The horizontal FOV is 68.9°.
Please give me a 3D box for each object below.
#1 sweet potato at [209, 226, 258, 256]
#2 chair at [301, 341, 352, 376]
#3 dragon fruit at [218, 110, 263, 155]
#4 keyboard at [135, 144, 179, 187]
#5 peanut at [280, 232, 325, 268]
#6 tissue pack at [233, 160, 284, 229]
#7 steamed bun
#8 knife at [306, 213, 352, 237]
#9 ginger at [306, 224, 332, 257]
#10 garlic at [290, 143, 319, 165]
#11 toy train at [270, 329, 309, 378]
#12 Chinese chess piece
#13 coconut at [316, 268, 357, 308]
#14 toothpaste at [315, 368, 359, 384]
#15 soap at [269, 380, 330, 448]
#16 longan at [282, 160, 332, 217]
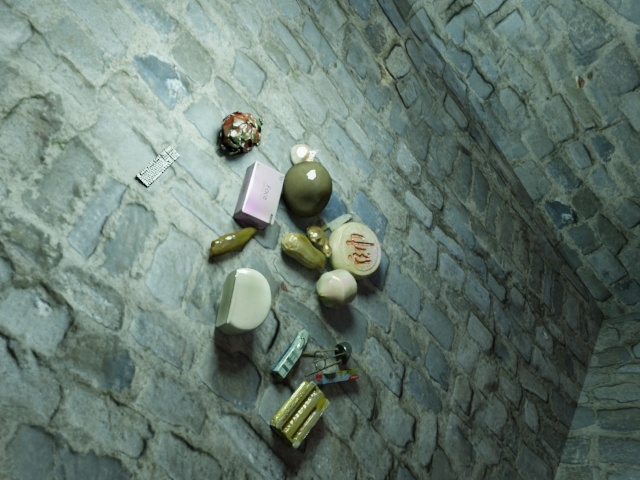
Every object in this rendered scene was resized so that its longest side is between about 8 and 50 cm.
[{"bbox_3d":[-0.333,-0.004,1.832,0.244,0.077,0.077,-28,94,-37],"label":"sweet potato"},{"bbox_3d":[0.029,0.495,1.946,0.222,0.104,0.095,-10,108,-34],"label":"chair"},{"bbox_3d":[-0.326,-0.440,1.912,0.182,0.182,0.188,53,12,-11],"label":"dragon fruit"},{"bbox_3d":[-0.607,-0.281,1.750,0.060,0.018,0.195,46,55,-20],"label":"keyboard"},{"bbox_3d":[-0.066,0.047,1.996,0.236,0.120,0.110,35,92,-30],"label":"peanut"},{"bbox_3d":[-0.255,-0.187,1.934,0.149,0.093,0.246,24,64,-28],"label":"tissue pack"},{"bbox_3d":[-0.282,0.236,1.750,0.164,0.146,0.241,19,64,-28],"label":"steamed bun"},{"bbox_3d":[0.048,-0.066,2.170,0.298,0.017,0.047,-30,101,-38],"label":"knife"},{"bbox_3d":[-0.004,0.000,2.037,0.165,0.067,0.096,56,21,12],"label":"ginger"},{"bbox_3d":[-0.065,-0.355,2.128,0.124,0.099,0.174,-23,91,-24],"label":"garlic"},{"bbox_3d":[-0.107,0.448,1.877,0.052,0.051,0.234,53,53,-17],"label":"toy train"},{"bbox_3d":[0.153,0.050,2.155,0.270,0.112,0.269,11,71,-33],"label":"Chinese chess piece"},{"bbox_3d":[0.062,0.214,2.007,0.183,0.171,0.170,-24,91,-42],"label":"coconut"},{"bbox_3d":[0.080,0.573,1.966,0.194,0.070,0.044,3,73,-36],"label":"toothpaste"},{"bbox_3d":[-0.080,0.673,1.815,0.135,0.076,0.233,53,54,-12],"label":"soap"},{"bbox_3d":[-0.055,-0.225,1.999,0.215,0.246,0.245,-29,94,-18],"label":"longan"}]
